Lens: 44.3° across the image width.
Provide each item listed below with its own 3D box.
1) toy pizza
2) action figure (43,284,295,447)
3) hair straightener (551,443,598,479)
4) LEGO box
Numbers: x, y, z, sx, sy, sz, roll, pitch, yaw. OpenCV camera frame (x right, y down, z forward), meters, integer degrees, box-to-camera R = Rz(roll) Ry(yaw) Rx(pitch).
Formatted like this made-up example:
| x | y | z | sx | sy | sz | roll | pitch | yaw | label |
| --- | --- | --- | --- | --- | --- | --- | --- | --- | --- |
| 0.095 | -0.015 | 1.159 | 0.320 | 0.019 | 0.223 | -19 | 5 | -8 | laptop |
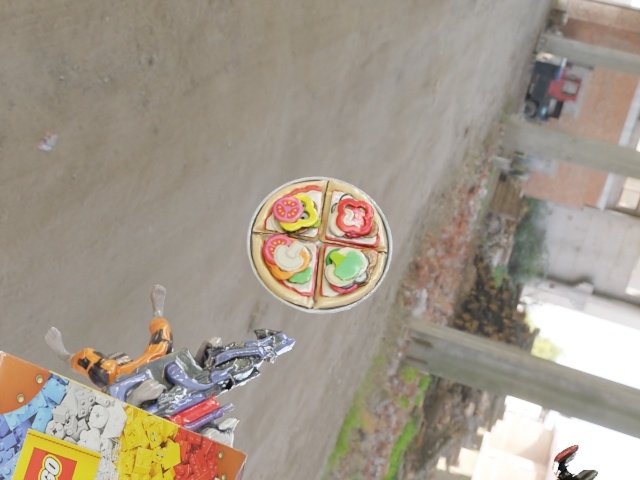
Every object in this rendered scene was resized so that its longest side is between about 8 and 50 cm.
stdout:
| x | y | z | sx | sy | sz | roll | pitch | yaw | label |
| --- | --- | --- | --- | --- | --- | --- | --- | --- | --- |
| 0.000 | 0.000 | 1.069 | 0.032 | 0.201 | 0.201 | 104 | 8 | -67 | toy pizza |
| -0.215 | 0.216 | 1.202 | 0.341 | 0.330 | 0.178 | -12 | 133 | -37 | action figure |
| 0.360 | 0.351 | 1.111 | 0.047 | 0.089 | 0.230 | -31 | 154 | -7 | hair straightener |
| -0.404 | 0.290 | 0.922 | 0.372 | 0.500 | 0.193 | 40 | 52 | -45 | LEGO box |
